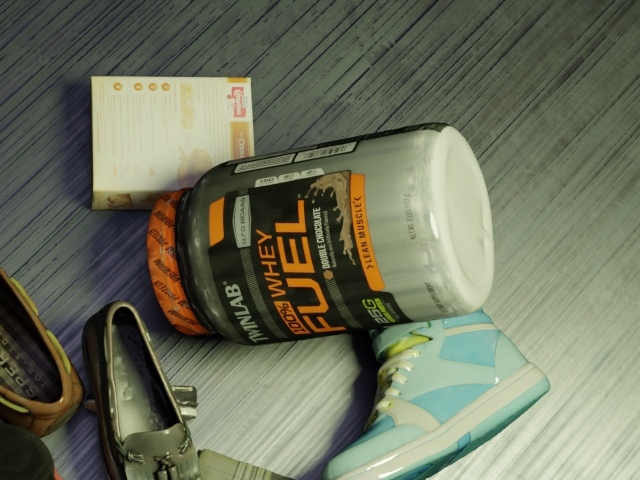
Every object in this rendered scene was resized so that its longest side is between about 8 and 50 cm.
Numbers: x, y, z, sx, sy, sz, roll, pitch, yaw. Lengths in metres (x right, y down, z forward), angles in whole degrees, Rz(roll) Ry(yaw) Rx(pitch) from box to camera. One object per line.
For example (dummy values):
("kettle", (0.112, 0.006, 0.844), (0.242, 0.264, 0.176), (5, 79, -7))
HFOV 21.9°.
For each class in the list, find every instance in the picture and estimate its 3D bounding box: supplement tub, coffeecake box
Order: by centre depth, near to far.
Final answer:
("supplement tub", (0.000, 0.000, 1.768), (0.338, 0.207, 0.207), (-10, 69, 22))
("coffeecake box", (-0.172, -0.112, 1.910), (0.186, 0.068, 0.142), (0, 71, -9))

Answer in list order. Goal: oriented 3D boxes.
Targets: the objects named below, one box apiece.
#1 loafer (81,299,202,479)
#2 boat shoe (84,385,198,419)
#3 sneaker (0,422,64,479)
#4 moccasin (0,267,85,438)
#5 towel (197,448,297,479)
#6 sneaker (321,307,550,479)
("loafer", (-0.188, 0.191, 1.743), (0.096, 0.084, 0.267), (-16, 77, -22))
("boat shoe", (-0.196, 0.173, 1.818), (0.125, 0.046, 0.038), (5, 70, -11))
("sneaker", (-0.281, 0.306, 1.723), (0.314, 0.136, 0.116), (26, 50, 23))
("moccasin", (-0.403, 0.053, 1.772), (0.139, 0.147, 0.380), (-35, 80, -19))
("towel", (-0.035, 0.413, 1.765), (0.312, 0.056, 0.324), (19, 71, 1))
("sneaker", (0.082, 0.156, 1.812), (0.319, 0.127, 0.208), (-24, 73, -39))
